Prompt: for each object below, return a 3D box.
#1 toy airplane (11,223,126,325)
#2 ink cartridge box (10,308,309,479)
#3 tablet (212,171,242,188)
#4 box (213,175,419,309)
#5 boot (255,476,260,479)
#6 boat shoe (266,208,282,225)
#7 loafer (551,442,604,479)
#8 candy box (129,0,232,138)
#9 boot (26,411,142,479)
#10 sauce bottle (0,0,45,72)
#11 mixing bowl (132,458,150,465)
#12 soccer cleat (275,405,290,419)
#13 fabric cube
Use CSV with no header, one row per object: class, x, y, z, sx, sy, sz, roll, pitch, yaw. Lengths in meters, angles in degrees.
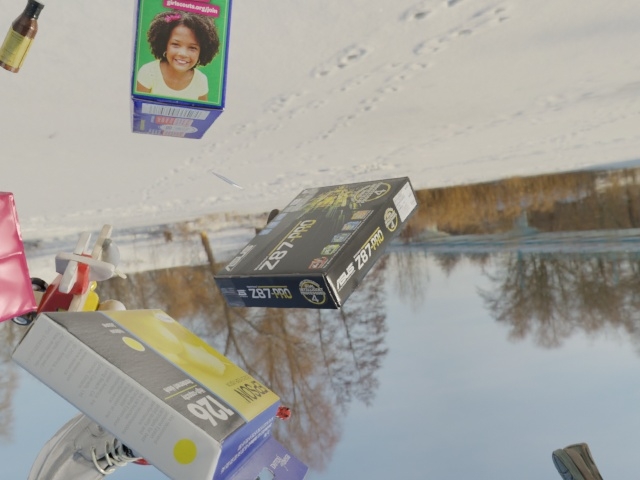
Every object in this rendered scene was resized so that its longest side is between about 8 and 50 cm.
toy airplane,-0.663,0.156,1.682,0.272,0.386,0.384,32,178,-27
ink cartridge box,-0.143,0.187,0.698,0.307,0.072,0.303,31,177,9
tablet,-0.254,-0.163,1.631,0.083,0.006,0.054,32,-173,34
box,0.000,0.000,1.343,0.318,0.097,0.395,-5,-149,40
boot,-0.142,0.803,1.745,0.178,0.237,0.085,-16,148,23
boat shoe,-0.147,-0.004,1.947,0.068,0.190,0.072,12,169,46
loafer,0.577,0.525,1.197,0.084,0.096,0.268,-22,-134,-7
candy box,-0.194,-0.318,0.821,0.122,0.318,0.268,3,-179,-18
boot,-0.289,0.278,0.826,0.123,0.095,0.258,6,-127,47
sauce bottle,-0.507,-0.349,1.014,0.042,0.128,0.042,31,-169,-7
mixing bowl,-0.334,0.368,1.172,0.181,0.182,0.098,-7,-170,-16
soccer cleat,-0.091,0.290,1.029,0.083,0.029,0.035,25,141,-22
fabric cube,-0.761,0.050,1.161,0.254,0.259,0.258,3,-164,31
